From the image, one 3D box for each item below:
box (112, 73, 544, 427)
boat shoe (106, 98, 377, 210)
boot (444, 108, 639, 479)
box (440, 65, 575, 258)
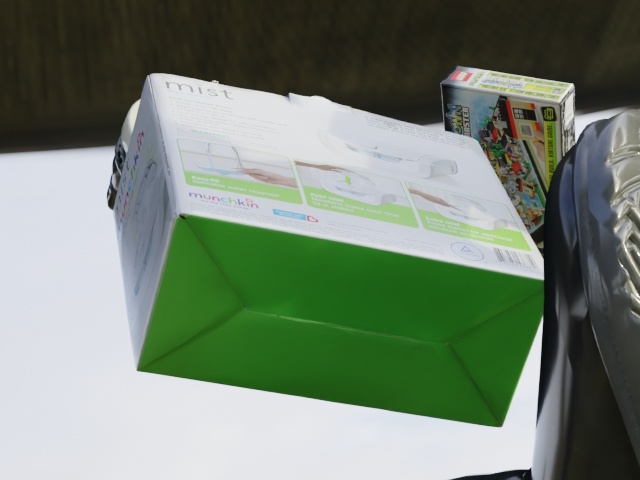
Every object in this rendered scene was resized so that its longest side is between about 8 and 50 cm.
[{"bbox_3d":[0.000,0.000,1.363,0.262,0.231,0.127,10,-65,-16],"label":"box"},{"bbox_3d":[-0.024,-0.036,1.654,0.340,0.127,0.113,3,-42,-32],"label":"boat shoe"},{"bbox_3d":[0.056,0.161,1.188,0.445,0.367,0.146,-21,-16,37],"label":"boot"},{"bbox_3d":[0.171,-0.051,1.746,0.114,0.036,0.207,11,-52,26],"label":"box"}]
